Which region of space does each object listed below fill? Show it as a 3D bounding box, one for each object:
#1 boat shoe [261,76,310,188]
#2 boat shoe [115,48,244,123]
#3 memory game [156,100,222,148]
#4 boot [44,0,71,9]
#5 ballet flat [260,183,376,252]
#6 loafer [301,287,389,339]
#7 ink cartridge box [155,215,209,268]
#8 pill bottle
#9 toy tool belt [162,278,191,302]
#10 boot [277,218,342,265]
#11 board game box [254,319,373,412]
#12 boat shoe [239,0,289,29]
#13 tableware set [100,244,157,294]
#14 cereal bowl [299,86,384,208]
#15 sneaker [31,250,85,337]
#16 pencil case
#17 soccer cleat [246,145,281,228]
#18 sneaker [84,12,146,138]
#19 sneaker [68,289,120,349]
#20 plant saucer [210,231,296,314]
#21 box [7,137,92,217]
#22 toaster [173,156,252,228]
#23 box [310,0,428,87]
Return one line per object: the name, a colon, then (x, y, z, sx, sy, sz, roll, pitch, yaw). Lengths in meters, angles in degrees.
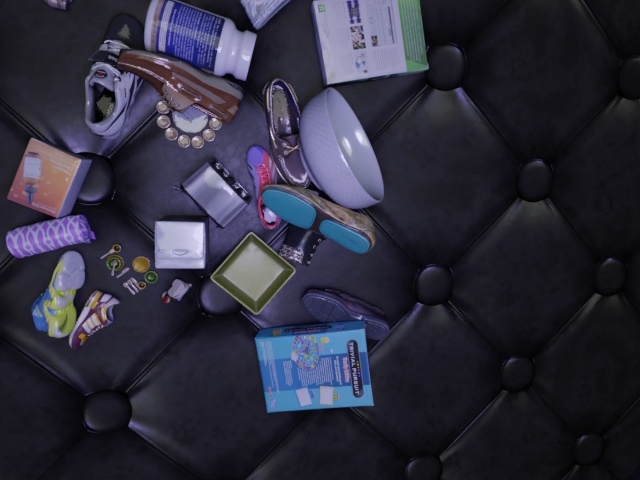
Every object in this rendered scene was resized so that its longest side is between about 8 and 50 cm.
boat shoe: (-0.093, -0.303, 1.244, 0.116, 0.097, 0.325, -14, 102, -8)
boat shoe: (-0.360, -0.395, 1.124, 0.324, 0.122, 0.120, 12, 96, -31)
memory game: (-0.372, -0.356, 1.224, 0.186, 0.012, 0.186, -2, 99, -11)
boot: (-0.676, -0.659, 1.103, 0.087, 0.042, 0.118, 24, 95, -20)
ballet flat: (0.001, -0.080, 1.220, 0.348, 0.123, 0.123, 26, 93, -3)
loafer: (0.081, 0.224, 1.383, 0.302, 0.095, 0.109, 25, 124, -10)
ink cartridge box: (-0.379, 0.000, 1.196, 0.128, 0.176, 0.127, 1, 99, -12)
pill bottle: (-0.311, -0.526, 1.135, 0.264, 0.153, 0.153, 14, 96, -13)
toy tool belt: (-0.424, 0.156, 1.278, 0.083, 0.052, 0.051, -48, 148, 4)
boot: (-0.001, 0.000, 1.303, 0.236, 0.085, 0.179, 20, 82, -7)
board game box: (-0.015, 0.393, 1.340, 0.335, 0.079, 0.254, -6, 101, 6)
boat shoe: (-0.066, -0.701, 1.180, 0.320, 0.118, 0.103, -29, 109, -1)
tableware set: (-0.555, 0.079, 1.253, 0.104, 0.024, 0.154, -36, 104, -4)
cereal bowl: (0.042, -0.235, 1.187, 0.141, 0.339, 0.339, -23, 105, 24)
sneaker: (-0.742, 0.145, 1.193, 0.126, 0.091, 0.240, 0, 76, 16)
pencil case: (-0.735, -0.012, 1.175, 0.206, 0.088, 0.086, -12, 69, -9)
soccer cleat: (-0.161, -0.153, 1.254, 0.083, 0.095, 0.248, -11, 102, -6)
sneaker: (-0.532, -0.431, 1.114, 0.122, 0.146, 0.331, 12, 95, -11)
sneaker: (-0.650, 0.240, 1.237, 0.083, 0.069, 0.186, 26, 94, -9)
plant saucer: (-0.204, 0.099, 1.315, 0.188, 0.045, 0.188, 42, 89, -14)
box: (-0.718, -0.166, 1.146, 0.130, 0.091, 0.171, 23, 94, -14)
toaster: (-0.287, -0.132, 1.188, 0.110, 0.186, 0.168, -42, 104, 8)
box: (0.147, -0.595, 1.266, 0.321, 0.058, 0.232, -12, 101, -8)
